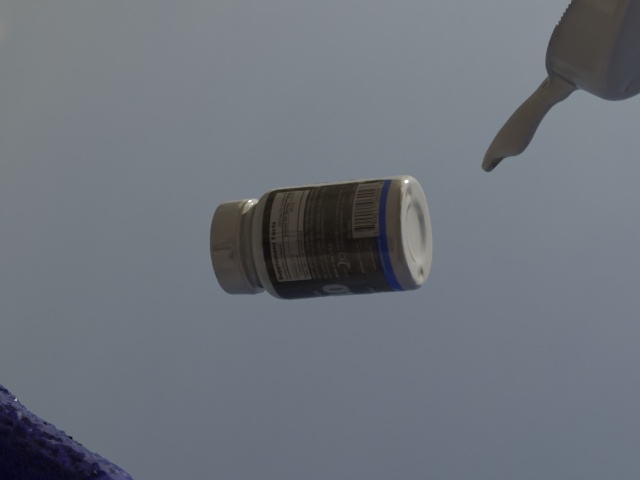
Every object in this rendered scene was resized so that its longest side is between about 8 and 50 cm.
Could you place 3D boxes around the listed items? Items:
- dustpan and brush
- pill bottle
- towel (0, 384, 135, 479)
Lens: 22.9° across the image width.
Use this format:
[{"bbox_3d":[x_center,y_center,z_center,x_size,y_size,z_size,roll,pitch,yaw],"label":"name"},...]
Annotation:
[{"bbox_3d":[0.177,-0.118,1.011,0.060,0.147,0.211,41,-68,28],"label":"dustpan and brush"},{"bbox_3d":[0.000,0.000,1.062,0.137,0.078,0.078,-5,-123,21],"label":"pill bottle"},{"bbox_3d":[-0.199,0.142,0.673,0.308,0.076,0.228,26,-64,36],"label":"towel"}]
